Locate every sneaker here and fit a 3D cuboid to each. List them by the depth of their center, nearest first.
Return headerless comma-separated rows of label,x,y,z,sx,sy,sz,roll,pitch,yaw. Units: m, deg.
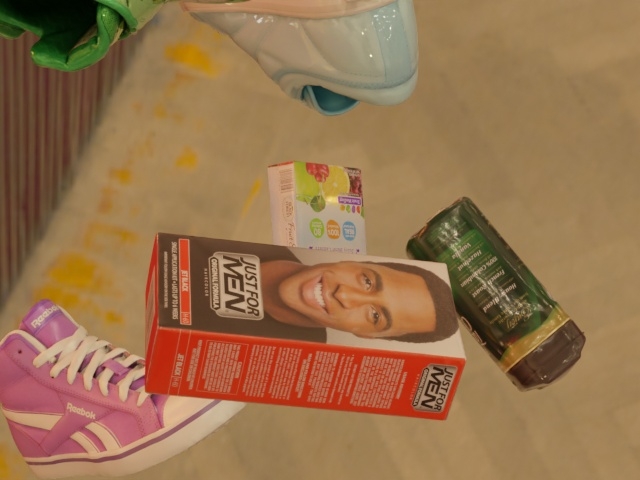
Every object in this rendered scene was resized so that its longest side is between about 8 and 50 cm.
sneaker,-0.140,-0.158,0.983,0.295,0.109,0.123,-5,77,-46
sneaker,-0.201,0.125,1.483,0.102,0.282,0.161,-37,107,-50
sneaker,-0.029,-0.184,1.483,0.135,0.150,0.366,-19,18,-18

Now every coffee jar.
coffee jar,0.160,0.053,1.494,0.079,0.096,0.184,-39,81,-3

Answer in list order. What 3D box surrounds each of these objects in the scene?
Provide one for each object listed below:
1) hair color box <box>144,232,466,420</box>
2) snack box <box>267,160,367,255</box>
hair color box,-0.009,0.040,0.763,0.141,0.043,0.072,6,38,-11
snack box,0.000,0.000,1.538,0.100,0.037,0.141,4,80,-49
